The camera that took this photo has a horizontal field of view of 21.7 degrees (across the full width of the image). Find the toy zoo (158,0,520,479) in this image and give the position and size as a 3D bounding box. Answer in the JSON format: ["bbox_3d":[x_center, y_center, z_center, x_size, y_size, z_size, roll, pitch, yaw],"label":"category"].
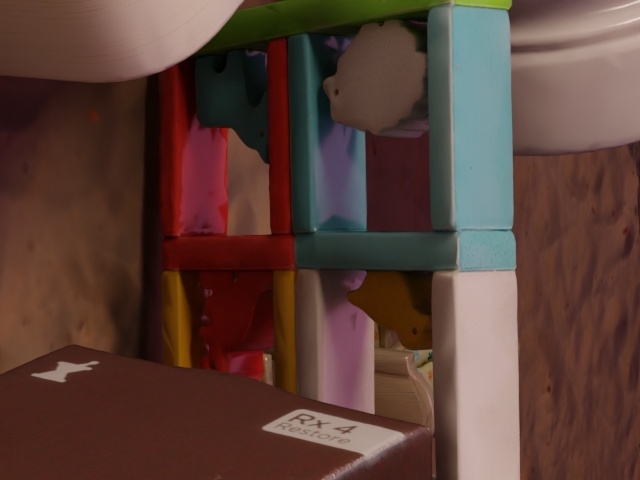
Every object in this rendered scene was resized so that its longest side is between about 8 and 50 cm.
[{"bbox_3d":[0.000,0.000,0.636,0.030,0.192,0.293,-1,91,-37],"label":"toy zoo"}]

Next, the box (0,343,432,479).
[{"bbox_3d":[-0.072,0.164,0.560,0.167,0.168,0.203,-22,114,-50],"label":"box"}]

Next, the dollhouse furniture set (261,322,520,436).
[{"bbox_3d":[0.017,0.122,0.806,0.182,0.101,0.161,-27,118,-58],"label":"dollhouse furniture set"}]

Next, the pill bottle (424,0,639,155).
[{"bbox_3d":[0.089,-0.250,0.745,0.224,0.224,0.392,-52,138,-45],"label":"pill bottle"}]

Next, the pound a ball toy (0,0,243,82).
[{"bbox_3d":[-0.083,-0.238,0.520,0.208,0.135,0.319,-58,142,-40],"label":"pound a ball toy"}]
